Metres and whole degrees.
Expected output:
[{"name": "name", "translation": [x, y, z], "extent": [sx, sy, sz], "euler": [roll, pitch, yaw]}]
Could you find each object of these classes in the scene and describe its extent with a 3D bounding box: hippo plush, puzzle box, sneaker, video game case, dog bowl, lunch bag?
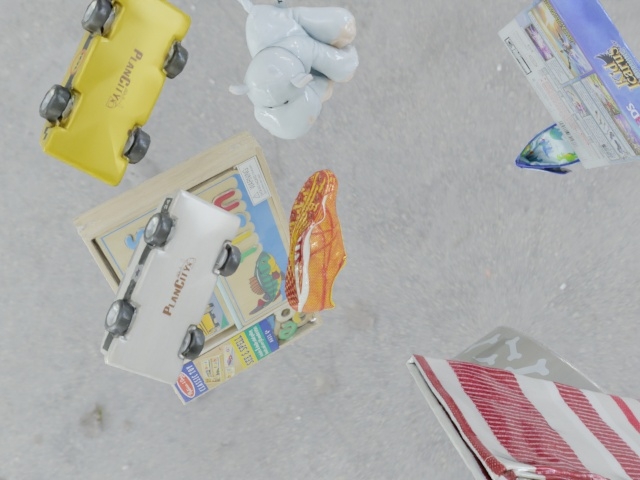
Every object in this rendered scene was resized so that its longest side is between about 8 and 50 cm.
[{"name": "hippo plush", "translation": [-0.042, -0.324, 1.551], "extent": [0.234, 0.294, 0.236], "euler": [-12, 41, 8]}, {"name": "puzzle box", "translation": [-0.163, 0.056, 1.274], "extent": [0.272, 0.409, 0.052], "euler": [-29, 46, -10]}, {"name": "sneaker", "translation": [0.000, 0.000, 0.999], "extent": [0.067, 0.064, 0.175], "euler": [-2, 112, -29]}, {"name": "video game case", "translation": [0.386, -0.236, 1.242], "extent": [0.061, 0.244, 0.269], "euler": [-34, 93, -1]}, {"name": "dog bowl", "translation": [0.329, 0.254, 1.159], "extent": [0.349, 0.349, 0.102], "euler": [42, 83, 14]}, {"name": "lunch bag", "translation": [0.418, -0.163, 1.471], "extent": [0.151, 0.129, 0.096], "euler": [-21, 89, 24]}]

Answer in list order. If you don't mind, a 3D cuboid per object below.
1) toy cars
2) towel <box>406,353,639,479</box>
[{"name": "toy cars", "translation": [-0.184, -0.053, 0.847], "extent": [0.176, 0.087, 0.393], "euler": [-21, 106, -31]}, {"name": "towel", "translation": [0.265, 0.188, 0.806], "extent": [0.329, 0.237, 0.037], "euler": [13, 104, -15]}]
